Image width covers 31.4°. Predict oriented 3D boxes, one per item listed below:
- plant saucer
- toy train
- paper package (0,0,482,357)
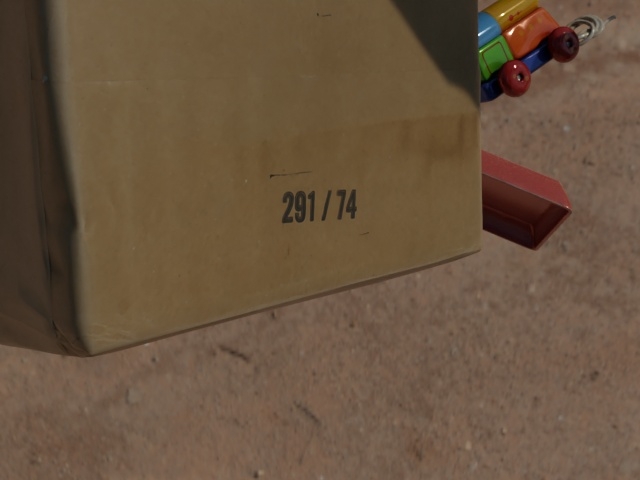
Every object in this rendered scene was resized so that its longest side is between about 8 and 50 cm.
[{"bbox_3d":[0.236,-0.080,1.706,0.259,0.258,0.048,24,78,4],"label":"plant saucer"},{"bbox_3d":[0.239,-0.271,1.334,0.248,0.143,0.105,-35,19,-27],"label":"toy train"},{"bbox_3d":[-0.066,-0.112,0.676,0.168,0.310,0.325,10,17,44],"label":"paper package"}]
